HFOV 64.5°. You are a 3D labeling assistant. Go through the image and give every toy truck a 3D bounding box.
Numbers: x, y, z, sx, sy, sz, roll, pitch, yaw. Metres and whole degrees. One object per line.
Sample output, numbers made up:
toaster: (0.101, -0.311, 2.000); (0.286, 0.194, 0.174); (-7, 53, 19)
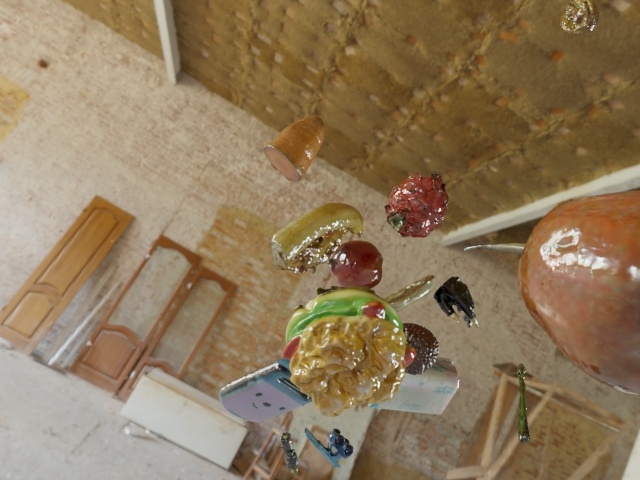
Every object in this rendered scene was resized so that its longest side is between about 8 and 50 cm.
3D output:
toy truck: (0.024, 0.535, 1.356); (0.136, 0.074, 0.063); (51, -8, -7)

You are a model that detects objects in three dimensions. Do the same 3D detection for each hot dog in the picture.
hot dog: (0.442, -0.387, 0.867); (0.035, 0.083, 0.058); (16, -47, -18)

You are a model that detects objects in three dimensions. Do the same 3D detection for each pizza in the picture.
pizza: (0.000, 0.000, 1.074); (0.074, 0.182, 0.365); (37, 17, 17)

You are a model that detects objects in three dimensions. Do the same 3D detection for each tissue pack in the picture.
tissue pack: (0.300, 0.477, 1.696); (0.271, 0.124, 0.201); (9, -52, -11)

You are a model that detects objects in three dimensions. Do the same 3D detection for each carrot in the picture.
carrot: (-0.059, -0.313, 1.649); (0.159, 0.225, 0.159); (34, -23, 17)

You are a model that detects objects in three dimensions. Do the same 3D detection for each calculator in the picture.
calculator: (-0.128, 0.394, 1.315); (0.293, 0.051, 0.173); (-30, -57, 27)

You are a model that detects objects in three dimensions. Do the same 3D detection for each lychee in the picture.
lychee: (0.215, 0.257, 1.214); (0.129, 0.123, 0.123); (21, -13, 2)

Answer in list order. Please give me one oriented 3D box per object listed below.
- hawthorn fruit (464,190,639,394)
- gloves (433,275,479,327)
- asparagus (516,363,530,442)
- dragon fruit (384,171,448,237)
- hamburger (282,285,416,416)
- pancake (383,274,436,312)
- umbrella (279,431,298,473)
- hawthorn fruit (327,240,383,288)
hawthorn fruit: (0.220, 0.018, 0.386); (0.149, 0.149, 0.189); (45, 11, -52)
gloves: (0.489, 0.220, 1.750); (0.181, 0.106, 0.129); (45, 25, 21)
asparagus: (0.439, 0.342, 1.102); (0.022, 0.233, 0.023); (7, -59, 17)
dragon fruit: (0.279, -0.095, 1.455); (0.172, 0.209, 0.172); (47, -8, 9)
hamburger: (0.052, 0.200, 0.884); (0.237, 0.237, 0.149); (33, 20, -19)
pancake: (0.240, 0.220, 1.708); (0.065, 0.356, 0.356); (57, -11, 6)
umbrella: (-0.087, 0.604, 1.438); (0.040, 0.037, 0.143); (-136, -149, -58)
hawthorn fruit: (0.101, 0.078, 1.590); (0.188, 0.169, 0.169); (9, -7, -17)
